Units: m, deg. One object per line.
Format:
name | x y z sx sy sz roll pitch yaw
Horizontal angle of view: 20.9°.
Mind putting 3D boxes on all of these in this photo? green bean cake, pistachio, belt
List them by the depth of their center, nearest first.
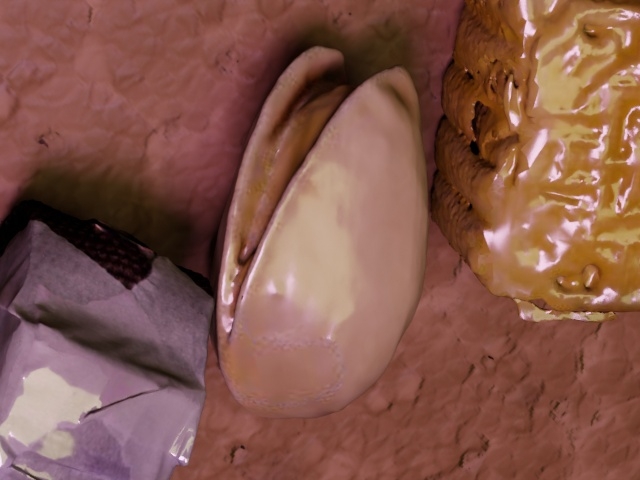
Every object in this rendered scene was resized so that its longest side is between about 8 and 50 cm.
belt | -0.180 0.122 0.960 0.164 0.184 0.289 26 92 -25
pistachio | 0.000 0.000 1.023 0.152 0.126 0.223 6 101 -59
green bean cake | 0.194 -0.068 1.057 0.229 0.131 0.224 2 110 -9
